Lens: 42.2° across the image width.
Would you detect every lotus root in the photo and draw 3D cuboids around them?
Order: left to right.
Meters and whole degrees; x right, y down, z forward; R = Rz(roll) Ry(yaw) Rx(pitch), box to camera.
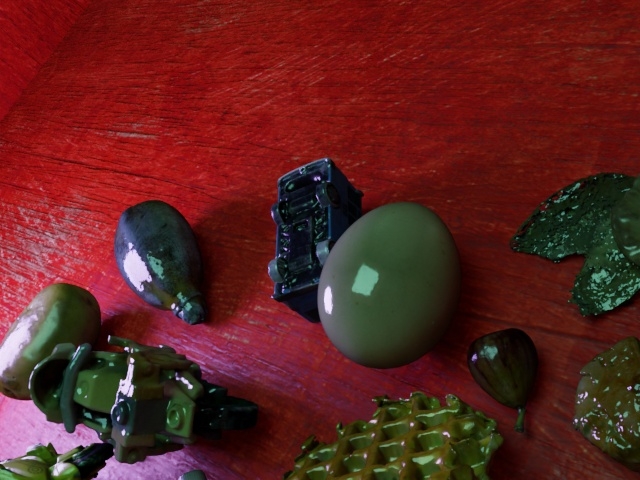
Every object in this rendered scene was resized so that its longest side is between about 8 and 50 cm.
[{"bbox_3d":[-0.299,0.039,1.548,0.158,0.140,0.322,-42,41,5],"label":"lotus root"}]

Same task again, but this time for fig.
[{"bbox_3d":[0.230,0.171,1.010,0.089,0.089,0.125,-25,70,25],"label":"fig"}]

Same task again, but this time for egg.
[{"bbox_3d":[0.097,0.055,1.130,0.189,0.188,0.253,-10,45,37],"label":"egg"}]

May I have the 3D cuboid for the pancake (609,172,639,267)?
[{"bbox_3d":[0.462,-0.045,0.988,0.222,0.042,0.236,-1,51,31],"label":"pancake"}]

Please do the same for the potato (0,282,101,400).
[{"bbox_3d":[-0.525,0.199,1.605,0.197,0.148,0.228,0,58,27],"label":"potato"}]

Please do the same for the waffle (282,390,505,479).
[{"bbox_3d":[0.057,0.283,0.962,0.325,0.068,0.302,-33,15,-26],"label":"waffle"}]

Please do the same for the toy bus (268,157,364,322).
[{"bbox_3d":[0.000,0.000,1.311,0.116,0.133,0.234,-21,50,28],"label":"toy bus"}]

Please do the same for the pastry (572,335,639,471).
[{"bbox_3d":[0.345,0.173,0.889,0.153,0.081,0.153,-34,37,31],"label":"pastry"}]

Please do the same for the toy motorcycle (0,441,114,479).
[{"bbox_3d":[-0.485,0.413,1.351,0.342,0.206,0.142,-27,82,42],"label":"toy motorcycle"}]

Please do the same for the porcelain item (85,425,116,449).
[{"bbox_3d":[-0.368,0.333,1.416,0.136,0.075,0.021,35,59,12],"label":"porcelain item"}]

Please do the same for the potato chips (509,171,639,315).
[{"bbox_3d":[0.352,-0.001,1.075,0.202,0.029,0.220,-30,39,16],"label":"potato chips"}]

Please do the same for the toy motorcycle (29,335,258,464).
[{"bbox_3d":[-0.292,0.238,1.298,0.410,0.237,0.168,4,87,44],"label":"toy motorcycle"}]

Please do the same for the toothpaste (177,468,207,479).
[{"bbox_3d":[-0.145,0.442,1.126,0.099,0.068,0.282,-60,39,34],"label":"toothpaste"}]
